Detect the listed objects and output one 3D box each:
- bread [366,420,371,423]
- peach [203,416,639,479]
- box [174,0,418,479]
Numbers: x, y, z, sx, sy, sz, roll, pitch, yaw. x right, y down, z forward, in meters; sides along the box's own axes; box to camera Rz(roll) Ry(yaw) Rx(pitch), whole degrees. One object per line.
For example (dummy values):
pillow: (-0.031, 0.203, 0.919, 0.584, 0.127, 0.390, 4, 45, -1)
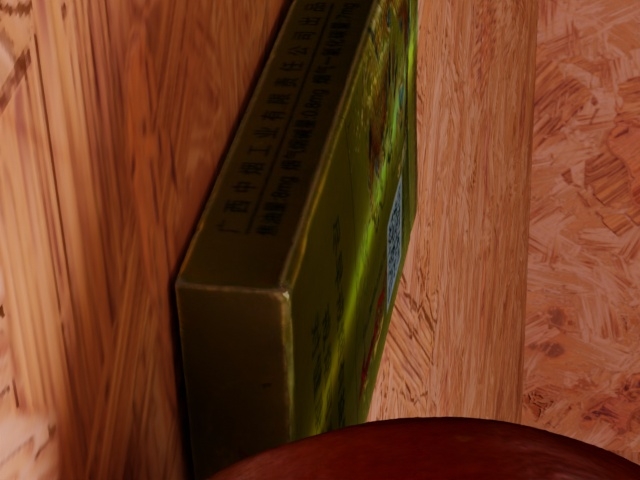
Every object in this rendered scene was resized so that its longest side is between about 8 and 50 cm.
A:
bread: (0.021, 0.196, 0.891, 0.128, 0.088, 0.232, 97, -5, -63)
peach: (0.047, 0.149, 0.551, 0.243, 0.243, 0.199, 81, 10, -57)
box: (0.000, 0.000, 0.774, 0.311, 0.043, 0.173, -73, 164, -54)
